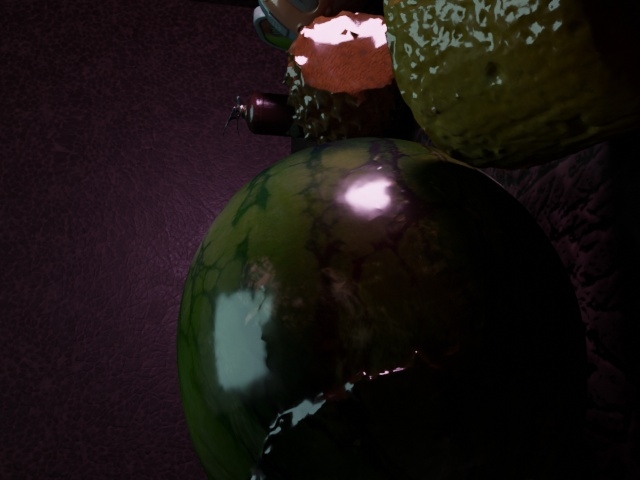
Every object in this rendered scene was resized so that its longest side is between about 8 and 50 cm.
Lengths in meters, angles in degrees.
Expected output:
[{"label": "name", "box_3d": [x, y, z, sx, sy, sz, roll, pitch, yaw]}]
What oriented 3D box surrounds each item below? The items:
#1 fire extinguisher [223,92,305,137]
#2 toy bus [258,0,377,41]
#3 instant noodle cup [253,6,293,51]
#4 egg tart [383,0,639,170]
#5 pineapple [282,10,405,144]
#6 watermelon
[{"label": "fire extinguisher", "box_3d": [-0.093, -0.332, 1.519, 0.114, 0.336, 0.136, -110, 25, -71]}, {"label": "toy bus", "box_3d": [0.017, -0.558, 1.161, 0.287, 0.194, 0.232, -45, -1, -24]}, {"label": "instant noodle cup", "box_3d": [-0.009, -0.662, 1.416, 0.294, 0.293, 0.308, -160, 81, -81]}, {"label": "egg tart", "box_3d": [0.157, -0.147, 0.346, 0.147, 0.202, 0.203, -173, 87, -68]}, {"label": "pineapple", "box_3d": [0.053, -0.228, 1.030, 0.357, 0.222, 0.223, 80, -172, -64]}, {"label": "watermelon", "box_3d": [0.043, 0.087, 0.472, 0.363, 0.362, 0.364, -177, 90, -82]}]
